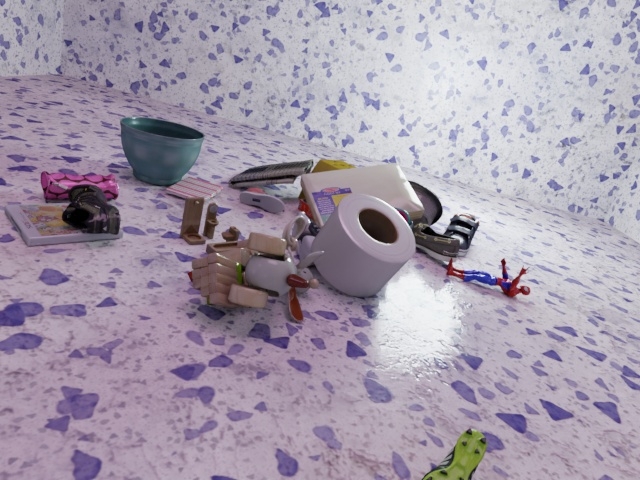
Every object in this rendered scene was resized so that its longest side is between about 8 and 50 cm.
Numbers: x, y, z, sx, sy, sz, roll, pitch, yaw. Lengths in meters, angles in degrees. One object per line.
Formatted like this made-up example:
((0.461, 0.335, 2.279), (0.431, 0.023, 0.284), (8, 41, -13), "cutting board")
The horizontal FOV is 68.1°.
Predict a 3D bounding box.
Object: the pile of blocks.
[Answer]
((-0.210, 0.085, 1.142), (0.112, 0.149, 0.362), (-12, 5, 19), "pile of blocks")

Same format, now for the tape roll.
((0.118, 0.012, 1.320), (0.246, 0.169, 0.246), (18, 44, -18), "tape roll")

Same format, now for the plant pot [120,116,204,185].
((-0.591, -0.321, 1.746), (0.292, 0.196, 0.293), (14, 20, -5), "plant pot")

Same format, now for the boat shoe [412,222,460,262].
((0.399, -0.012, 1.791), (0.109, 0.091, 0.305), (0, 21, -38), "boat shoe")

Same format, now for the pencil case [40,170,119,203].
((-0.709, -0.160, 1.407), (0.209, 0.095, 0.098), (-6, -6, -40), "pencil case")

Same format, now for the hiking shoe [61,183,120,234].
((-0.611, -0.086, 1.218), (0.226, 0.086, 0.114), (31, 23, 33), "hiking shoe")

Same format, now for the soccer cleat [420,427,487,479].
((0.207, 0.375, 0.746), (0.060, 0.072, 0.178), (31, 47, 33), "soccer cleat")

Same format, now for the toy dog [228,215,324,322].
((-0.061, 0.081, 1.078), (0.160, 0.220, 0.333), (16, 18, 21), "toy dog")

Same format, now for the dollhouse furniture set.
((-0.291, -0.039, 1.344), (0.144, 0.123, 0.151), (-6, 29, -43), "dollhouse furniture set")

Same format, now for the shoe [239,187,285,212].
((-0.210, -0.157, 1.784), (0.177, 0.064, 0.081), (14, 25, 9), "shoe")

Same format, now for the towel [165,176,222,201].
((-0.457, -0.181, 1.729), (0.144, 0.029, 0.197), (17, 24, 5), "towel")

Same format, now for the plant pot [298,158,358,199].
((0.067, -0.230, 1.994), (0.212, 0.187, 0.212), (-7, 31, -44), "plant pot")

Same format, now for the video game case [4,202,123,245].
((-0.671, -0.050, 1.243), (0.226, 0.026, 0.206), (-7, 31, -46), "video game case")

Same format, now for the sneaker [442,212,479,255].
((0.577, -0.038, 1.958), (0.126, 0.128, 0.321), (23, 23, 15), "sneaker")

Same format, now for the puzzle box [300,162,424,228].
((0.151, -0.166, 1.785), (0.408, 0.052, 0.272), (-9, 52, -15), "puzzle box")

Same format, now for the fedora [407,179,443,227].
((0.357, -0.120, 1.944), (0.275, 0.244, 0.124), (23, 51, 6), "fedora")

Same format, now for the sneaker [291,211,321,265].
((0.000, 0.000, 1.495), (0.153, 0.101, 0.269), (9, 28, -18), "sneaker")

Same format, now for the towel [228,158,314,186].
((-0.193, -0.283, 2.015), (0.323, 0.056, 0.312), (-6, 17, 10), "towel")

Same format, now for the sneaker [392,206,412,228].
((0.251, -0.030, 1.627), (0.123, 0.179, 0.295), (21, 21, 14), "sneaker")

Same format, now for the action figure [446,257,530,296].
((0.586, 0.101, 1.605), (0.280, 0.139, 0.091), (21, 23, 8), "action figure")

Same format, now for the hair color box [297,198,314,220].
((-0.020, -0.116, 1.843), (0.071, 0.043, 0.141), (-3, 27, -38), "hair color box")
